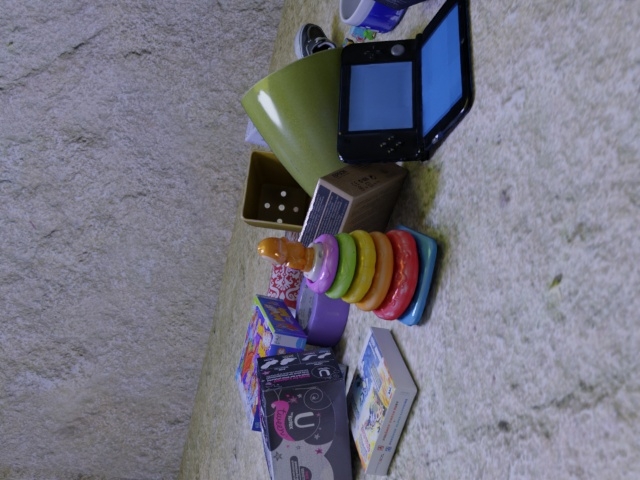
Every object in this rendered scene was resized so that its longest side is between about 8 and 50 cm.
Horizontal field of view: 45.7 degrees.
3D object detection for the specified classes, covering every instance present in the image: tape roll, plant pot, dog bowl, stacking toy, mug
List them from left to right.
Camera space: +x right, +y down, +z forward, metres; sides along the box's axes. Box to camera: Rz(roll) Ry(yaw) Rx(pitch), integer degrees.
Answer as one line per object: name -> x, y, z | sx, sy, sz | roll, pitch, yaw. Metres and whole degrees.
plant pot -> -0.112, -0.124, 2.230 | 0.187, 0.212, 0.212 | 107, 170, -76
mug -> -0.104, 0.144, 2.161 | 0.150, 0.113, 0.169 | 127, 154, -56
tape roll -> 0.003, 0.156, 1.799 | 0.189, 0.080, 0.189 | -169, 90, -75
plant pot -> 0.009, -0.222, 1.660 | 0.293, 0.275, 0.275 | 66, 161, 3
stacking toy -> 0.034, 0.042, 1.308 | 0.175, 0.302, 0.166 | -147, 69, -67
stacking toy -> 0.090, -0.524, 2.023 | 0.221, 0.052, 0.167 | -61, 31, 33
dog bowl -> 0.140, -0.627, 1.783 | 0.265, 0.104, 0.265 | -167, 90, -74

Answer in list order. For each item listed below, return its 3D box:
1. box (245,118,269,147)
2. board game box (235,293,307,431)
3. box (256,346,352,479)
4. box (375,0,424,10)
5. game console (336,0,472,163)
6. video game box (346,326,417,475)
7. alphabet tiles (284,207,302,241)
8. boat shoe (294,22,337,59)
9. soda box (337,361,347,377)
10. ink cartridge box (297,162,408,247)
box -> -0.039, -0.296, 1.927 | 0.231, 0.262, 0.127 | 166, 115, -75
board game box -> -0.126, 0.285, 1.828 | 0.347, 0.078, 0.233 | -143, 66, -75
box -> -0.034, 0.358, 1.489 | 0.142, 0.163, 0.247 | -122, 26, -70
box -> 0.181, -0.643, 1.438 | 0.312, 0.179, 0.343 | -138, 68, -74
game console -> 0.150, -0.311, 1.425 | 0.173, 0.250, 0.293 | 73, -162, -60
video game box -> 0.103, 0.288, 1.386 | 0.205, 0.048, 0.187 | -112, 33, -65
alphabet tiles -> -0.085, -0.078, 2.445 | 0.198, 0.009, 0.237 | 123, 155, -55
boat shoe -> 0.008, -0.546, 2.269 | 0.119, 0.121, 0.335 | -52, 40, 45
soda box -> -0.027, 0.317, 1.766 | 0.286, 0.091, 0.098 | 171, 109, -75
ink cartridge box -> 0.059, -0.049, 1.480 | 0.234, 0.088, 0.193 | -30, -34, -55
